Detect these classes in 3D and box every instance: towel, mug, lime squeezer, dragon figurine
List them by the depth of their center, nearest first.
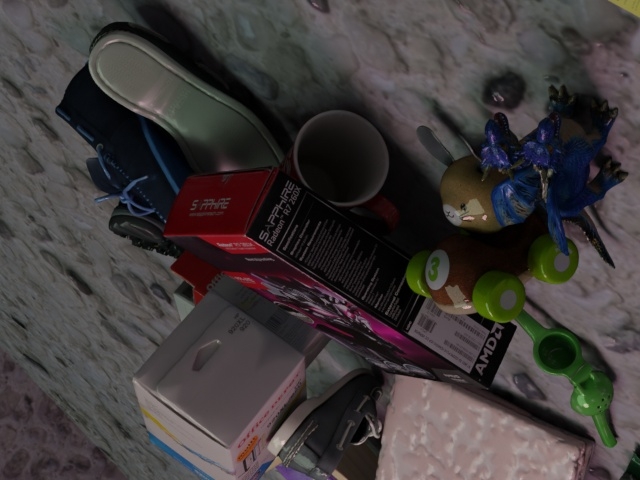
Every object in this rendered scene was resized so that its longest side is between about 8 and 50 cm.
[{"bbox_3d":[0.217,-0.044,1.275,0.085,0.144,0.289,27,152,29],"label":"dragon figurine"},{"bbox_3d":[0.007,-0.057,1.587,0.150,0.113,0.169,68,160,6],"label":"mug"},{"bbox_3d":[0.291,0.145,1.610,0.310,0.059,0.110,49,-173,-17],"label":"lime squeezer"},{"bbox_3d":[0.208,0.361,1.868,0.317,0.053,0.331,22,112,35],"label":"towel"}]

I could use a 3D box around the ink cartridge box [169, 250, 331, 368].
[{"bbox_3d":[-0.086,0.075,1.922,0.231,0.134,0.078,34,155,17],"label":"ink cartridge box"}]

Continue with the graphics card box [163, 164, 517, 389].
[{"bbox_3d":[0.020,0.046,1.580,0.371,0.094,0.233,32,165,-26],"label":"graphics card box"}]

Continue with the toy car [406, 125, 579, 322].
[{"bbox_3d":[0.155,-0.031,1.412,0.155,0.149,0.188,19,137,59],"label":"toy car"}]

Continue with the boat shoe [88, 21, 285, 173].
[{"bbox_3d":[-0.155,-0.165,1.687,0.302,0.114,0.091,44,-163,-21],"label":"boat shoe"}]

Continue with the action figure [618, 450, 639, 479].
[{"bbox_3d":[0.474,0.361,1.675,0.232,0.063,0.137,27,149,22],"label":"action figure"}]

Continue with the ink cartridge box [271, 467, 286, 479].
[{"bbox_3d":[0.032,0.434,2.426,0.333,0.065,0.165,14,144,47],"label":"ink cartridge box"}]

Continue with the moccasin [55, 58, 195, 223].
[{"bbox_3d":[-0.241,-0.100,1.754,0.138,0.117,0.342,38,-169,-46],"label":"moccasin"}]

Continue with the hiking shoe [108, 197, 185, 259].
[{"bbox_3d":[-0.217,-0.047,1.961,0.113,0.132,0.304,17,174,3],"label":"hiking shoe"}]

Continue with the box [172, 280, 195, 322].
[{"bbox_3d":[-0.142,0.116,2.093,0.103,0.114,0.203,30,153,20],"label":"box"}]

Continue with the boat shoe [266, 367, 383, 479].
[{"bbox_3d":[0.030,0.267,1.923,0.099,0.116,0.319,38,-162,14],"label":"boat shoe"}]

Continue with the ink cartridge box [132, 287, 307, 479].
[{"bbox_3d":[-0.131,0.216,1.849,0.168,0.171,0.232,33,157,16],"label":"ink cartridge box"}]

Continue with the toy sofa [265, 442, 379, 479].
[{"bbox_3d":[0.066,0.444,2.168,0.150,0.177,0.362,-35,101,27],"label":"toy sofa"}]

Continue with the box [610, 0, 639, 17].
[{"bbox_3d":[0.194,-0.261,1.058,0.232,0.058,0.087,32,154,18],"label":"box"}]
